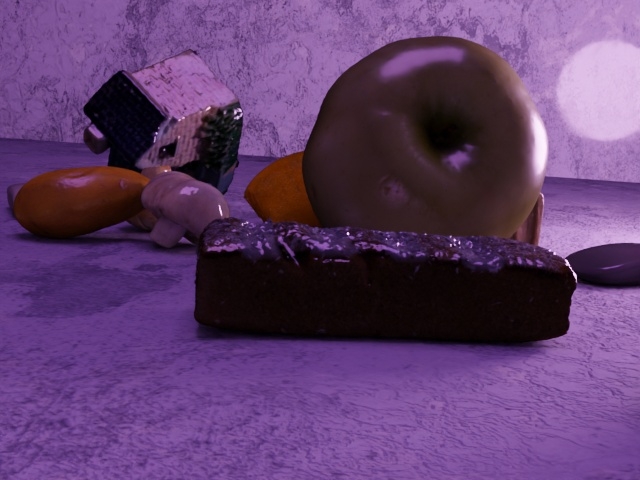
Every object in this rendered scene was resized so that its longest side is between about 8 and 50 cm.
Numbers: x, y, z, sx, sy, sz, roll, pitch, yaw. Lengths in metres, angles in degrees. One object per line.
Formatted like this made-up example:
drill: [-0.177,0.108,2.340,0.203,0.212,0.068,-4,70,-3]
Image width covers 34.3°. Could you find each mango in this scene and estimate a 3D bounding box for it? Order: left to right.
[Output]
mango: [-0.373,-0.064,1.660,0.227,0.109,0.147,-9,-2,-18]
mango: [0.043,-0.092,1.846,0.360,0.187,0.144,2,-27,2]

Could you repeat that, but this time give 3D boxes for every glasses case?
glasses case: [-0.530,-0.076,1.905,0.081,0.051,0.204,0,9,-19]

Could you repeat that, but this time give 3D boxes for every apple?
apple: [0.144,-0.113,1.501,0.357,0.357,0.357,3,8,-1]

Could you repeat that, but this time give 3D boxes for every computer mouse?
computer mouse: [0.482,0.033,1.583,0.232,0.057,0.120,-1,10,-24]

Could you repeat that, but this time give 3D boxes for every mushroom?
mushroom: [-0.280,-0.073,1.792,0.148,0.112,0.148,-5,6,1]
mushroom: [-0.215,-0.042,1.622,0.154,0.122,0.154,34,-7,5]

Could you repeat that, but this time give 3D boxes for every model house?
model house: [-0.346,-0.200,2.126,0.284,0.298,0.243,-21,59,-32]

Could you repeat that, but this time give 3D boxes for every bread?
bread: [0.068,0.043,1.161,0.417,0.113,0.165,3,10,-8]

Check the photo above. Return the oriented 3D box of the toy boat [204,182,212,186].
toy boat: [-0.352,-0.088,1.978,0.283,0.078,0.127,4,9,3]

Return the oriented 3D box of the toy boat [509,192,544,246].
toy boat: [0.283,-0.038,1.791,0.188,0.116,0.061,4,4,-13]
